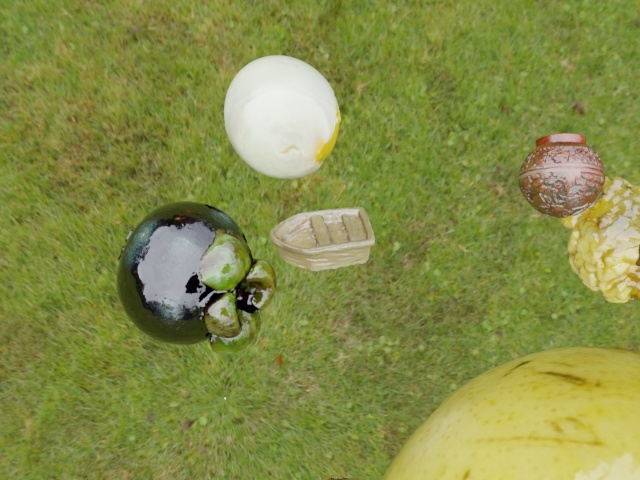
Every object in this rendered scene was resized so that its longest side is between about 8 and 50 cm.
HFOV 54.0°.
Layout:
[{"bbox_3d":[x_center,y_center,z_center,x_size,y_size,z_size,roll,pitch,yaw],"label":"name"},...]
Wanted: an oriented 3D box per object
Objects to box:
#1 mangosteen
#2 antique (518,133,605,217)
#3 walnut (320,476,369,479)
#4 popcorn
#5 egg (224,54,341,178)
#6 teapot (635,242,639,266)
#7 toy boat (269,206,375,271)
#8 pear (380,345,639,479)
[{"bbox_3d":[-0.181,0.055,0.919,0.242,0.243,0.243,2,76,-8],"label":"mangosteen"},{"bbox_3d":[0.291,-0.075,0.763,0.104,0.104,0.104,2,76,-8],"label":"antique"},{"bbox_3d":[0.055,0.398,0.844,0.137,0.245,0.137,-14,51,18],"label":"walnut"},{"bbox_3d":[0.681,-0.022,1.420,0.264,0.225,0.332,-27,44,10],"label":"popcorn"},{"bbox_3d":[-0.099,-0.313,1.553,0.283,0.283,0.345,-7,40,-10],"label":"egg"},{"bbox_3d":[0.586,0.015,1.034,0.098,0.129,0.078,-6,81,-53],"label":"teapot"},{"bbox_3d":[0.000,0.000,1.161,0.188,0.061,0.116,-6,40,-7],"label":"toy boat"},{"bbox_3d":[0.193,0.236,0.412,0.348,0.348,0.348,2,76,-8],"label":"pear"}]
